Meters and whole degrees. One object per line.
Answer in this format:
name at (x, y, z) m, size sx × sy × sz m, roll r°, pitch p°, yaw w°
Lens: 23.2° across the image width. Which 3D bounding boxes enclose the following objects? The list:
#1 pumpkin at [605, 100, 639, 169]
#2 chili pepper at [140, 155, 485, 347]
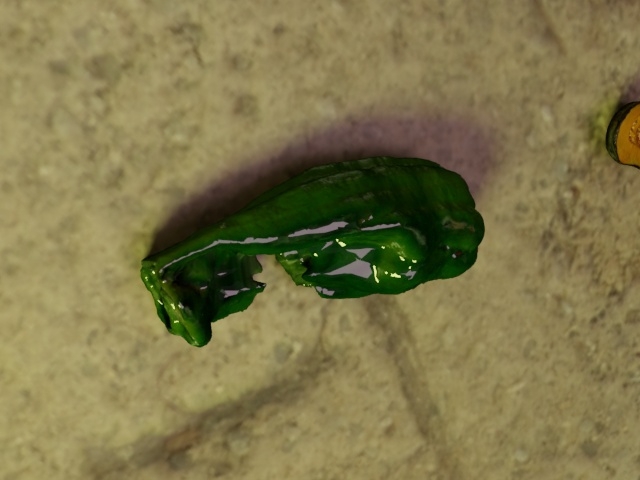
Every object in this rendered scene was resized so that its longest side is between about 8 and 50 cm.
pumpkin at (0.242, -0.081, 1.207) m, size 0.083 × 0.028 × 0.050 m, roll 22°, pitch 92°, yaw -48°
chili pepper at (0.000, 0.001, 1.031) m, size 0.253 × 0.083 × 0.099 m, roll -15°, pitch 124°, yaw -28°
